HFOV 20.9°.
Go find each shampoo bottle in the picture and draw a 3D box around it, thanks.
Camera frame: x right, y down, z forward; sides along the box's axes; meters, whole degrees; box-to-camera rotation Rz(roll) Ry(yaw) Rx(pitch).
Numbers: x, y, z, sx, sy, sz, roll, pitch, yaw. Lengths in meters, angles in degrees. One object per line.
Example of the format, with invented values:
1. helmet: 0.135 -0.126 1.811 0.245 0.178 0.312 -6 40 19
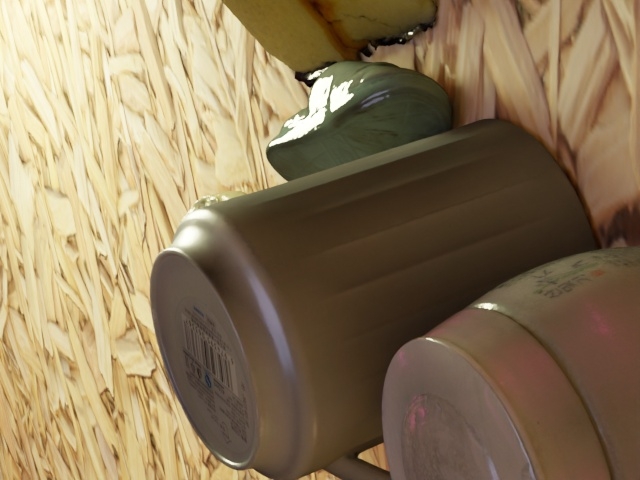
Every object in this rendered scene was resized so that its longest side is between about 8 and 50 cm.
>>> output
1. shampoo bottle: 0.203 0.150 1.296 0.273 0.266 0.273 45 144 45

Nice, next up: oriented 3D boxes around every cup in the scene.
1. cup: 0.057 0.088 1.474 0.323 0.327 0.237 67 154 7

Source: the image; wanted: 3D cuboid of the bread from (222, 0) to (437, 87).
1. bread: -0.001 -0.351 1.612 0.405 0.242 0.346 40 163 -33

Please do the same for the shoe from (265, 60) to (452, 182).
1. shoe: 0.041 -0.122 1.655 0.251 0.103 0.100 -23 42 52

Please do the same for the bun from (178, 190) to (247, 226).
1. bun: -0.098 0.054 1.981 0.237 0.116 0.210 56 159 27
